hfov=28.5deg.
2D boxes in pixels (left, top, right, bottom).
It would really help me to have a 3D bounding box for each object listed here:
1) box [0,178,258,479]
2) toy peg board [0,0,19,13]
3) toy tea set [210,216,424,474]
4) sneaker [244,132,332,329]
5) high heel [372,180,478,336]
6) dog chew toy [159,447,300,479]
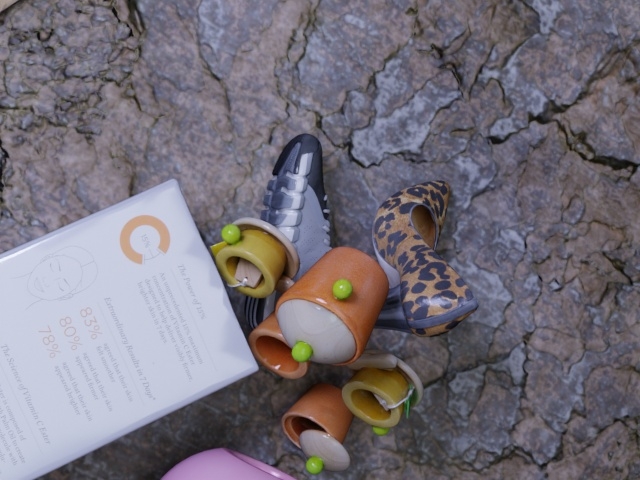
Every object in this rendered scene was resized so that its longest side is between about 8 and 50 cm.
[{"bbox_3d":[-0.272,0.105,1.295,0.345,0.168,0.215,-24,95,-14],"label":"box"},{"bbox_3d":[-0.402,-0.296,1.311,0.161,0.079,0.161,-37,98,-14],"label":"toy peg board"},{"bbox_3d":[-0.009,0.135,1.303,0.124,0.200,0.336,-54,138,-37],"label":"toy tea set"},{"bbox_3d":[0.000,0.000,1.427,0.132,0.086,0.228,12,96,-20],"label":"sneaker"},{"bbox_3d":[0.135,0.012,1.378,0.261,0.186,0.093,-51,125,-38],"label":"high heel"},{"bbox_3d":[-0.124,0.390,1.315,0.207,0.206,0.331,27,84,-14],"label":"dog chew toy"}]
